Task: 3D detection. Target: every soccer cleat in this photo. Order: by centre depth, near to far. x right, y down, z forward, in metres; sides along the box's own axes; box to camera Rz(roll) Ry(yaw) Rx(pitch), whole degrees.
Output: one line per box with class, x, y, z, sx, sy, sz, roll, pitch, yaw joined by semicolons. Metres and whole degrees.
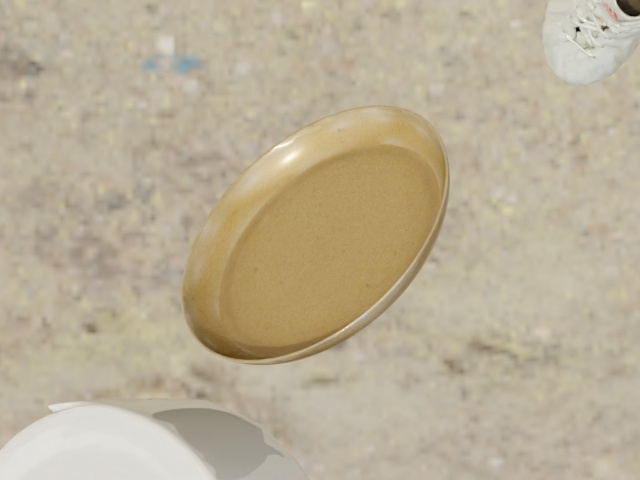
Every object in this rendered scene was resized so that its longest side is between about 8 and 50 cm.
soccer cleat;0.188;-0.153;1.096;0.068;0.076;0.196;26;143;-5

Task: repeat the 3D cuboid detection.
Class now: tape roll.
tape roll;-0.120;0.248;1.184;0.286;0.286;0.100;-24;164;35

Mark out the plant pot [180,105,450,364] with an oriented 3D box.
plant pot;0.000;0.000;1.299;0.236;0.236;0.032;-19;132;29
